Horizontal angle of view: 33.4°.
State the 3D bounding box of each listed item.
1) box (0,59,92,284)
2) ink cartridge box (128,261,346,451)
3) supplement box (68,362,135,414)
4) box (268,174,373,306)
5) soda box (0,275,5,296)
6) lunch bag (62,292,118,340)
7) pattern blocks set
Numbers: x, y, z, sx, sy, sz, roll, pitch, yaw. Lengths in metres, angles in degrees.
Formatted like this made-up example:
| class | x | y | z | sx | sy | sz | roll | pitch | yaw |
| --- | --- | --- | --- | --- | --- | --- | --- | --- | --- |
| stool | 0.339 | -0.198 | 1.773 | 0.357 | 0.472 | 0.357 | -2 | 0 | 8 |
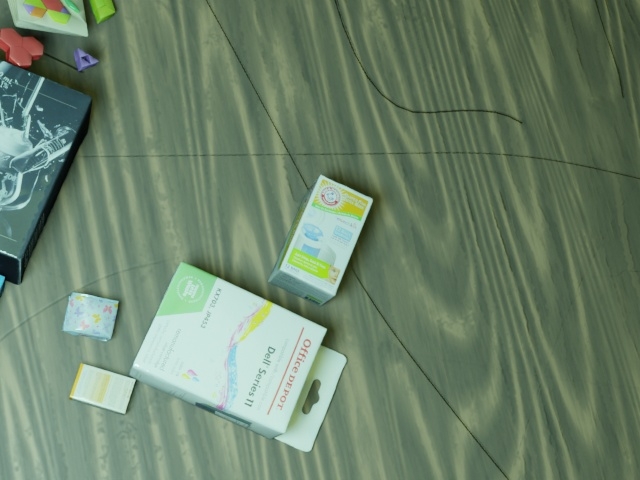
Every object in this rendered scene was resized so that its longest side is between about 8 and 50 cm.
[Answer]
| class | x | y | z | sx | sy | sz | roll | pitch | yaw |
| --- | --- | --- | --- | --- | --- | --- | --- | --- | --- |
| box | -0.603 | -0.144 | 1.788 | 0.343 | 0.179 | 0.313 | 21 | 69 | -9 |
| ink cartridge box | -0.128 | 0.208 | 1.851 | 0.353 | 0.119 | 0.207 | 25 | 70 | -7 |
| supplement box | -0.371 | 0.254 | 1.816 | 0.098 | 0.036 | 0.062 | 19 | 71 | -9 |
| box | 0.000 | 0.000 | 1.952 | 0.114 | 0.103 | 0.203 | 26 | 70 | -8 |
| soda box | -0.597 | 0.149 | 1.768 | 0.071 | 0.067 | 0.210 | 22 | 70 | -9 |
| lunch bag | -0.397 | 0.131 | 1.836 | 0.083 | 0.053 | 0.071 | 14 | 74 | -22 |
| pattern blocks set | -0.496 | -0.443 | 1.911 | 0.285 | 0.026 | 0.325 | -10 | 68 | -46 |
